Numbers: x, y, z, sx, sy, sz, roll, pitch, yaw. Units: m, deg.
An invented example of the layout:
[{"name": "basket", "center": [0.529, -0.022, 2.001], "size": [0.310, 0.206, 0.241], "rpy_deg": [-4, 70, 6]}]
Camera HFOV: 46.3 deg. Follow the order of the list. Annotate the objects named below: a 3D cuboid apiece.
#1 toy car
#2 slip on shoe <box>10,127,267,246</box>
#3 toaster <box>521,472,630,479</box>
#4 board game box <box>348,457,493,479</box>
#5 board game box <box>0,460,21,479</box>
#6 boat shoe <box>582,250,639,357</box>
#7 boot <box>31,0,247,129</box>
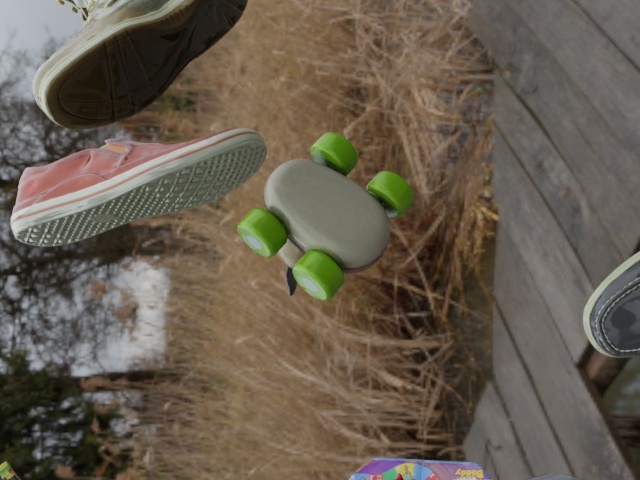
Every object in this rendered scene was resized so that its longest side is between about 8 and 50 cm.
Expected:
[{"name": "toy car", "center": [0.000, 0.000, 0.863], "size": [0.155, 0.149, 0.188], "rpy_deg": [-48, -13, -23]}, {"name": "slip on shoe", "center": [-0.227, -0.083, 0.912], "size": [0.123, 0.331, 0.101], "rpy_deg": [46, -149, -68]}, {"name": "toaster", "center": [0.403, 0.471, 1.217], "size": [0.168, 0.110, 0.186], "rpy_deg": [-3, 86, 56]}, {"name": "board game box", "center": [0.087, 0.254, 0.676], "size": [0.033, 0.168, 0.133], "rpy_deg": [71, -156, -47]}, {"name": "board game box", "center": [-0.464, 0.390, 0.996], "size": [0.048, 0.170, 0.141], "rpy_deg": [41, 152, 30]}, {"name": "boat shoe", "center": [0.311, 0.026, 0.570], "size": [0.080, 0.223, 0.073], "rpy_deg": [65, -173, 1]}, {"name": "boot", "center": [-0.182, -0.186, 0.603], "size": [0.213, 0.165, 0.077], "rpy_deg": [-48, -22, -31]}]
